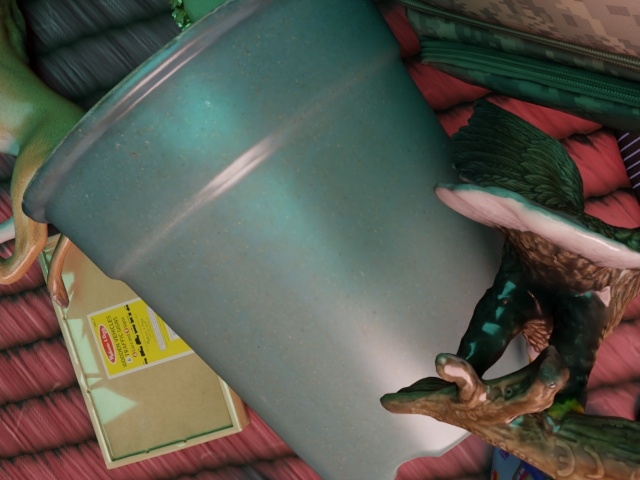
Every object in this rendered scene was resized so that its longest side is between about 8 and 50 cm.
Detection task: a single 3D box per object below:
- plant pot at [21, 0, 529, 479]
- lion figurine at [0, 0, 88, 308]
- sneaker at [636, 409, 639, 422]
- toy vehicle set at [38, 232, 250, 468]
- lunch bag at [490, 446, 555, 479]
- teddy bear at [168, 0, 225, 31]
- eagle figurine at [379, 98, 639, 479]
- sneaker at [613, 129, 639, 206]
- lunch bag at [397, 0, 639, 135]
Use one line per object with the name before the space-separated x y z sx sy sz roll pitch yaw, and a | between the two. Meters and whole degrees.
plant pot | 0.000 0.000 0.603 0.341 0.341 0.334 -39 95 10
lion figurine | -0.334 -0.140 0.738 0.392 0.142 0.240 45 86 -4
sneaker | 0.395 0.133 0.640 0.084 0.097 0.235 42 100 5
toy vehicle set | -0.196 0.101 0.776 0.165 0.035 0.267 -17 91 11
lunch bag | 0.213 0.308 0.586 0.138 0.293 0.221 4 95 10
teddy bear | -0.156 -0.368 0.713 0.338 0.113 0.245 34 106 -1
eagle figurine | 0.168 0.009 0.427 0.226 0.225 0.298 47 60 -6
sneaker | 0.322 -0.085 0.654 0.081 0.090 0.232 -18 112 10
lunch bag | 0.205 -0.183 0.470 0.305 0.256 0.213 28 83 39
